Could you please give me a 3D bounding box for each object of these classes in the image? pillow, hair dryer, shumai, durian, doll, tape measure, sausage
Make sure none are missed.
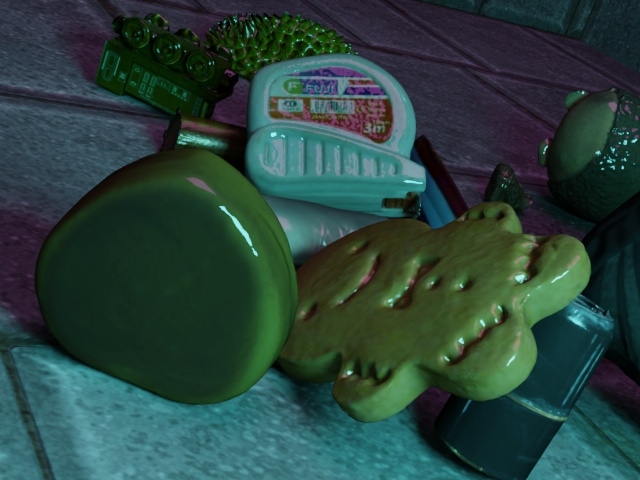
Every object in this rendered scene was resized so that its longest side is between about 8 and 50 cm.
[{"bbox_3d":[0.001,0.001,1.329,0.254,0.078,0.144,10,24,-25],"label":"pillow"},{"bbox_3d":[0.227,0.116,1.144,0.107,0.189,0.352,31,12,8],"label":"hair dryer"},{"bbox_3d":[0.326,-0.083,1.806,0.081,0.082,0.083,19,43,-5],"label":"shumai"},{"bbox_3d":[-0.063,-0.351,2.107,0.352,0.158,0.169,15,-12,-10],"label":"durian"},{"bbox_3d":[0.569,-0.127,1.916,0.350,0.247,0.247,24,21,-13],"label":"doll"},{"bbox_3d":[0.018,-0.136,1.476,0.243,0.125,0.246,2,63,-3],"label":"tape measure"},{"bbox_3d":[-0.047,-0.119,1.576,0.372,0.082,0.082,11,23,-21],"label":"sausage"}]

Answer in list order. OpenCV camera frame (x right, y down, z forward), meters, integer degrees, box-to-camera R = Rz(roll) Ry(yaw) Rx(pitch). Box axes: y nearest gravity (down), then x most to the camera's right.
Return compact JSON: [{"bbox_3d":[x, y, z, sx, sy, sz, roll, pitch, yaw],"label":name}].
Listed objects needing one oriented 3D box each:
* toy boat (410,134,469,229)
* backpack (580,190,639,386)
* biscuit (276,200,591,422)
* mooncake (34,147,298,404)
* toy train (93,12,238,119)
[{"bbox_3d":[0.173,-0.036,1.527,0.080,0.136,0.392,-13,29,0],"label":"toy boat"},{"bbox_3d":[0.500,0.105,1.118,0.445,0.363,0.255,54,33,6],"label":"backpack"},{"bbox_3d":[0.083,0.056,1.037,0.355,0.052,0.275,7,48,51],"label":"biscuit"},{"bbox_3d":[-0.134,0.025,0.973,0.235,0.234,0.117,21,23,5],"label":"mooncake"},{"bbox_3d":[-0.243,-0.271,1.697,0.226,0.137,0.090,28,25,10],"label":"toy train"}]
